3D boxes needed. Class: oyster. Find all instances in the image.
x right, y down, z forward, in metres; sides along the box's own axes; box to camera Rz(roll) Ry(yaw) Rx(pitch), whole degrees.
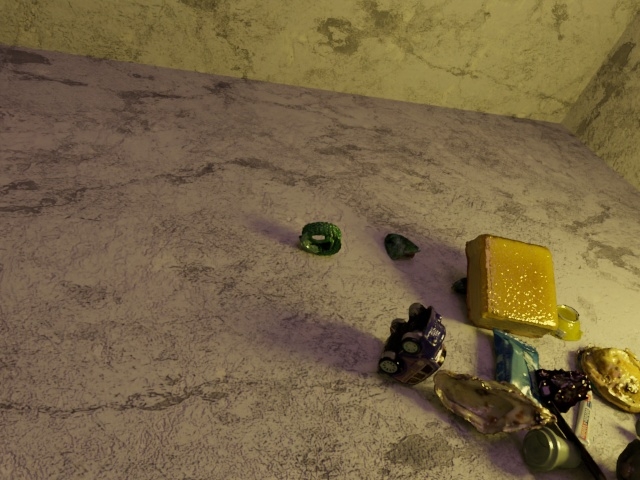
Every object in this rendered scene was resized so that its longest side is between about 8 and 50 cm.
[{"bbox_3d":[0.490,0.463,1.519,0.341,0.166,0.110,4,-5,2],"label":"oyster"}]

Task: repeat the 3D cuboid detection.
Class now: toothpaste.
[{"bbox_3d":[0.844,0.561,1.690,0.052,0.033,0.218,28,42,13],"label":"toothpaste"}]

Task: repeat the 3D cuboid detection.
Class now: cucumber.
[{"bbox_3d":[0.614,0.177,1.987,0.265,0.077,0.077,12,39,-16],"label":"cucumber"}]

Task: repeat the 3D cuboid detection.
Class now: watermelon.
[{"bbox_3d":[0.296,0.026,2.028,0.101,0.080,0.155,-34,62,-8],"label":"watermelon"}]

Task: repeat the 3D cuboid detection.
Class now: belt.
[{"bbox_3d":[0.000,0.000,1.841,0.151,0.121,0.079,13,42,-6],"label":"belt"}]

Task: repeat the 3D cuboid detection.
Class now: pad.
[{"bbox_3d":[0.738,0.587,1.526,0.003,0.158,0.235,-29,51,2],"label":"pad"}]

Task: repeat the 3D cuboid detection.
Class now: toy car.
[{"bbox_3d":[0.282,0.309,1.541,0.158,0.235,0.172,35,38,-5],"label":"toy car"}]

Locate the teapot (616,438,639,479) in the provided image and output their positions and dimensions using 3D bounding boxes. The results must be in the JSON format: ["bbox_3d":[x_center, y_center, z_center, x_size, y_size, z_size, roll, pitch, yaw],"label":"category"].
[{"bbox_3d":[0.968,0.709,1.483,0.285,0.305,0.223,14,-6,-1],"label":"teapot"}]

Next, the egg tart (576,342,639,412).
[{"bbox_3d":[1.045,0.459,1.851,0.291,0.107,0.290,15,38,-12],"label":"egg tart"}]

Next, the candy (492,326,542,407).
[{"bbox_3d":[0.635,0.423,1.710,0.187,0.077,0.331,29,40,-4],"label":"candy"}]

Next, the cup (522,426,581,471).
[{"bbox_3d":[0.655,0.591,1.491,0.141,0.120,0.120,16,37,-24],"label":"cup"}]

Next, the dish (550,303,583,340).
[{"bbox_3d":[0.919,0.299,1.999,0.208,0.080,0.148,17,39,-6],"label":"dish"}]

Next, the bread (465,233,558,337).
[{"bbox_3d":[0.685,0.159,1.902,0.324,0.143,0.333,14,65,-14],"label":"bread"}]

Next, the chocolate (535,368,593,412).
[{"bbox_3d":[0.770,0.453,1.652,0.156,0.133,0.156,37,35,-33],"label":"chocolate"}]

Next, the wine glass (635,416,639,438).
[{"bbox_3d":[1.142,0.586,1.738,0.241,0.126,0.126,-11,49,-38],"label":"wine glass"}]
